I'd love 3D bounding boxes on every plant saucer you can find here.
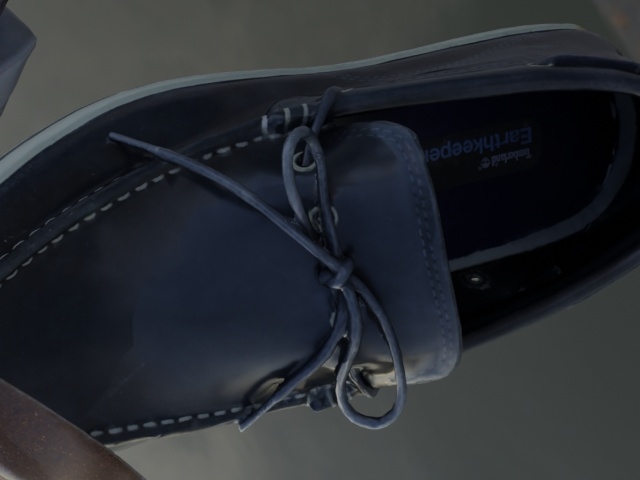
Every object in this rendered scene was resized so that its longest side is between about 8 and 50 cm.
[{"bbox_3d":[-0.139,0.069,0.705,0.168,0.029,0.168,27,165,8],"label":"plant saucer"}]

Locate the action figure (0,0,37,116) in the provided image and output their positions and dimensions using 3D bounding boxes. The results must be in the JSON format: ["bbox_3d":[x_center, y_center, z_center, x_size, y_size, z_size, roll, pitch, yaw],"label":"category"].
[{"bbox_3d":[-0.138,0.016,0.431,0.185,0.099,0.285,30,143,11],"label":"action figure"}]

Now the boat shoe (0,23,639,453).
[{"bbox_3d":[0.000,0.000,0.986,0.156,0.500,0.187,23,127,56],"label":"boat shoe"}]
